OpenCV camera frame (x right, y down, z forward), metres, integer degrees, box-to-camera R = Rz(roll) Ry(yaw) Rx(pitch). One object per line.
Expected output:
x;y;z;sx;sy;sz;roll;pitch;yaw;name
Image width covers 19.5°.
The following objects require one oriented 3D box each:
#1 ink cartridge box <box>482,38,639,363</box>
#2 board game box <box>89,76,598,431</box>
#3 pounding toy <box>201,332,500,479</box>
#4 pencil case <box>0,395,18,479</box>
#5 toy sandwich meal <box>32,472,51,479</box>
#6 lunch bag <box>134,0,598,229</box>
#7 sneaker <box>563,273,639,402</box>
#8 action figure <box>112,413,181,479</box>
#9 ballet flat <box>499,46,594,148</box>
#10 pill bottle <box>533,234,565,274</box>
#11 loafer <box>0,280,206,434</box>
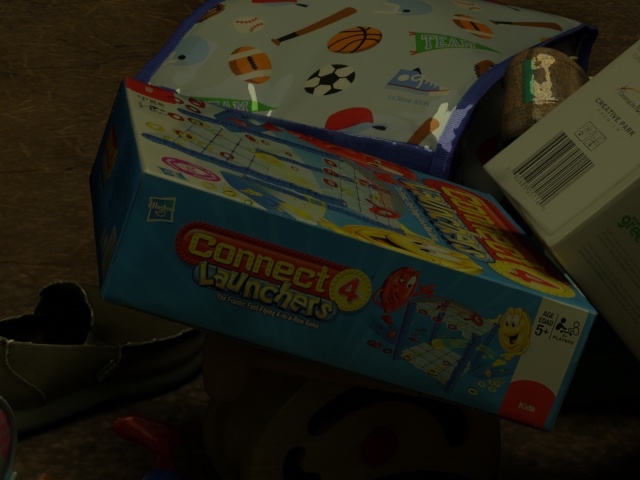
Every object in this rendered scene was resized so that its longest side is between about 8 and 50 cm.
0.319;-0.011;1.314;0.272;0.309;0.130;-39;32;5;ink cartridge box
0.000;0.000;1.276;0.302;0.086;0.308;17;13;-13;board game box
0.023;0.136;1.292;0.269;0.154;0.155;11;15;-34;pounding toy
-0.346;0.130;1.281;0.273;0.124;0.113;11;54;21;pencil case
-0.196;0.192;1.221;0.029;0.085;0.085;35;15;-19;toy sandwich meal
0.041;-0.113;1.751;0.328;0.239;0.385;13;17;21;lunch bag
0.277;-0.004;1.519;0.319;0.127;0.208;-26;37;7;sneaker
-0.153;0.205;1.157;0.139;0.091;0.280;6;21;-9;action figure
0.232;-0.103;1.652;0.107;0.106;0.316;-10;-13;16;ballet flat
0.299;0.008;1.635;0.216;0.121;0.121;4;23;1;pill bottle
-0.174;0.075;1.460;0.094;0.087;0.251;20;29;35;loafer
